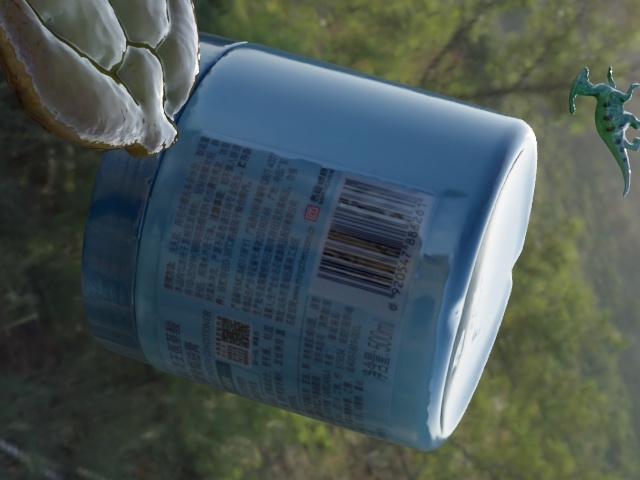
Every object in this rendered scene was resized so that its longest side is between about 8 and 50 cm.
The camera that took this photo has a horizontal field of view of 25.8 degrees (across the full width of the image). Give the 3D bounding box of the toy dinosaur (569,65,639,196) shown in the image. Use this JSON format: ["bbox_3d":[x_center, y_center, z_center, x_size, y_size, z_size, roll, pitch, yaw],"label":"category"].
[{"bbox_3d":[0.192,-0.077,0.938,0.021,0.062,0.083,173,-69,-69],"label":"toy dinosaur"}]

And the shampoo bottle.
[{"bbox_3d":[0.000,0.000,1.331,0.331,0.342,0.331,17,90,-74],"label":"shampoo bottle"}]

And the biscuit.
[{"bbox_3d":[-0.138,-0.167,0.759,0.203,0.041,0.260,-43,115,-57],"label":"biscuit"}]
